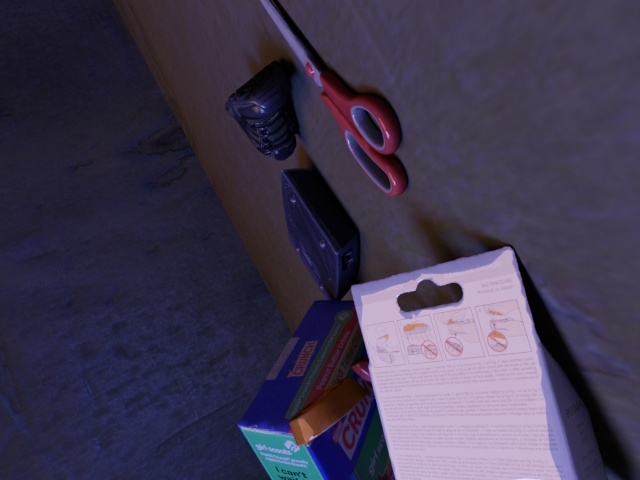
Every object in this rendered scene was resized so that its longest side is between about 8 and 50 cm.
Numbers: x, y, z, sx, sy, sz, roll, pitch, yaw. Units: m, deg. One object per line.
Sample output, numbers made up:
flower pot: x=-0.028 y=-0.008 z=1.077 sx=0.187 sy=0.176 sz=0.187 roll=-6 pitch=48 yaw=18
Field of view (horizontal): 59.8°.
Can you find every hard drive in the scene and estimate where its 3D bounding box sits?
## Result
hard drive: x=0.000 y=0.000 z=0.890 sx=0.172 sy=0.054 sz=0.255 roll=57 pitch=167 yaw=20

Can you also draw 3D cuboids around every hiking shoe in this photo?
hiking shoe: x=-0.064 y=-0.168 z=0.760 sx=0.114 sy=0.086 sz=0.227 roll=50 pitch=177 yaw=-15

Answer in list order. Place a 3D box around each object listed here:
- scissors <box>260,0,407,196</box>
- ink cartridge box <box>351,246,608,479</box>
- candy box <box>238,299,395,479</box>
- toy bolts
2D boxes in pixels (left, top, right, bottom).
scissors: x=0.001 y=-0.164 z=0.596 sx=0.297 sy=0.021 sz=0.109 roll=52 pitch=167 yaw=32
ink cartridge box: x=0.129 y=0.131 z=0.491 sx=0.181 sy=0.056 sz=0.225 roll=-19 pitch=80 yaw=44
candy box: x=0.041 y=0.293 z=0.861 sx=0.122 sy=0.268 sz=0.317 roll=-8 pitch=120 yaw=33
toy bolts: x=0.099 y=0.213 z=0.675 sx=0.158 sy=0.218 sz=0.228 roll=53 pitch=-175 yaw=8
